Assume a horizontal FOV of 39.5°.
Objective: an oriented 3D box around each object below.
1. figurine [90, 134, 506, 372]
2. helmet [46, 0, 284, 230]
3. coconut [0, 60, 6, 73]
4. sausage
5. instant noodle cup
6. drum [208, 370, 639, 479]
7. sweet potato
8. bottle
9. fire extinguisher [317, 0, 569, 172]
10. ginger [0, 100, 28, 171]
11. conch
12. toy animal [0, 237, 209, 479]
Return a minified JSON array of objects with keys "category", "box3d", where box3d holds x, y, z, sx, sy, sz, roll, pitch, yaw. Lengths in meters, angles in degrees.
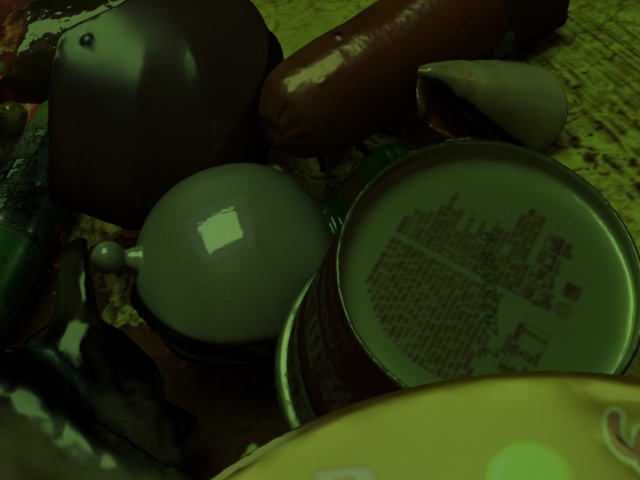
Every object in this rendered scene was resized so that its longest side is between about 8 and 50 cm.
[{"category":"figurine","box3d":[0.000,0.000,0.766,0.370,0.167,0.281,-17,42,-6]},{"category":"helmet","box3d":[-0.136,-0.145,0.937,0.197,0.271,0.338,23,42,8]},{"category":"coconut","box3d":[-0.502,-0.235,1.326,0.088,0.088,0.096,-13,70,12]},{"category":"sausage","box3d":[0.057,-0.170,0.868,0.259,0.113,0.113,-35,41,-10]},{"category":"instant noodle cup","box3d":[0.089,0.055,0.576,0.235,0.178,0.234,2,62,-4]},{"category":"drum","box3d":[0.090,0.274,0.320,0.431,0.214,0.431,-8,51,10]},{"category":"sweet potato","box3d":[-0.279,-0.282,1.233,0.370,0.157,0.158,-14,40,0]},{"category":"bottle","box3d":[-0.336,-0.032,1.012,0.093,0.093,0.330,-8,42,17]},{"category":"fire extinguisher","box3d":[0.120,-0.190,0.977,0.337,0.106,0.147,-31,65,-8]},{"category":"ginger","box3d":[-0.490,-0.104,1.137,0.270,0.123,0.218,12,72,33]},{"category":"conch","box3d":[0.166,-0.124,0.850,0.176,0.104,0.094,-1,43,-46]},{"category":"toy animal","box3d":[-0.246,0.109,0.643,0.194,0.344,0.302,-59,31,28]}]
